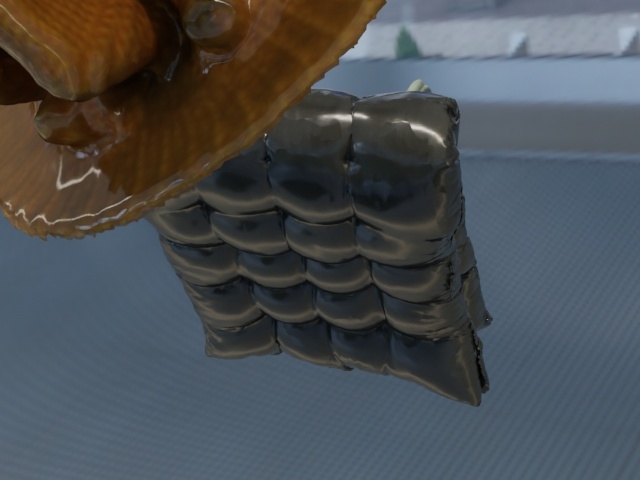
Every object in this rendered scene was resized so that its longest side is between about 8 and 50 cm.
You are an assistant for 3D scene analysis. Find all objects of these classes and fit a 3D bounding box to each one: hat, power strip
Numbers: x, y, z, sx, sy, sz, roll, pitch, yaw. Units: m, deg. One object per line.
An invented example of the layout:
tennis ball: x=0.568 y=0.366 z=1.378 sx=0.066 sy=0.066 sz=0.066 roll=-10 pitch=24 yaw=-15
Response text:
hat: x=-0.096 y=-0.165 z=0.365 sx=0.244 sy=0.233 sz=0.233 roll=-29 pitch=44 yaw=29
power strip: x=0.084 y=-0.128 z=1.274 sx=0.035 sy=0.055 sz=0.083 roll=9 pitch=13 yaw=20

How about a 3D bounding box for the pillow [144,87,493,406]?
pillow: x=0.000 y=0.000 z=0.901 sx=0.228 sy=0.326 sz=0.101 roll=5 pitch=60 yaw=13
